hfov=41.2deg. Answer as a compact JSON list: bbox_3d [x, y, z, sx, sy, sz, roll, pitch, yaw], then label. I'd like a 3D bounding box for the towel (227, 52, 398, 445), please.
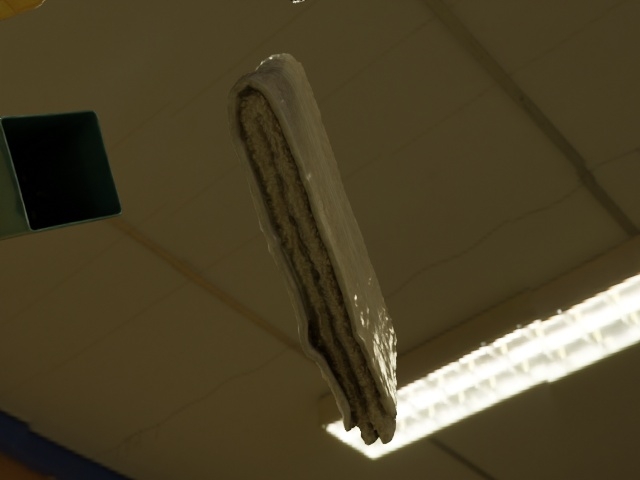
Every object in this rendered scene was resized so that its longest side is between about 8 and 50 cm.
[{"bbox_3d":[0.000,0.000,0.651,0.049,0.187,0.282,-17,-74,8],"label":"towel"}]

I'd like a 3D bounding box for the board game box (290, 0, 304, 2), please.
[{"bbox_3d":[-0.043,-0.298,0.771,0.060,0.194,0.194,-32,-10,-11],"label":"board game box"}]

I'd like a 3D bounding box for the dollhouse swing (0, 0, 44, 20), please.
[{"bbox_3d":[-0.316,-0.319,0.718,0.305,0.347,0.315,-48,-62,-12],"label":"dollhouse swing"}]

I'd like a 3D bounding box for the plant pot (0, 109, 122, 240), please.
[{"bbox_3d":[-0.458,-0.082,1.304,0.234,0.165,0.166,-14,-88,39],"label":"plant pot"}]
